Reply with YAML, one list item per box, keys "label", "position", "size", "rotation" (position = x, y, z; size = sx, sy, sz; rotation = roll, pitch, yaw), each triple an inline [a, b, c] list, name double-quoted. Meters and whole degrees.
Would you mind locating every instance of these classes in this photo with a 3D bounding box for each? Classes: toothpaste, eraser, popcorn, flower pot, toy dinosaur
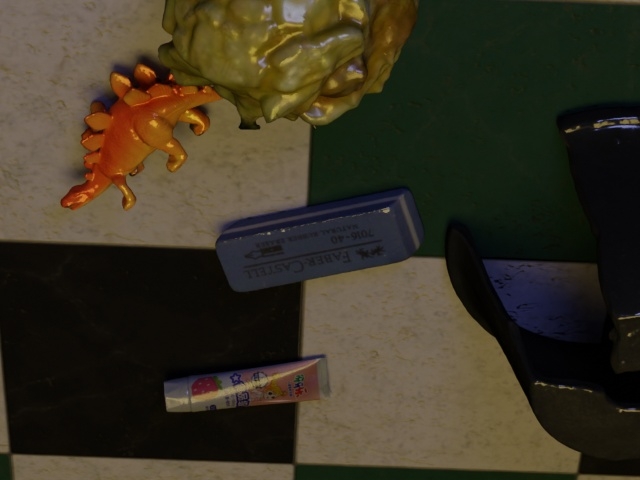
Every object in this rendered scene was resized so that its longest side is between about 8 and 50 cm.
- label: "toothpaste"
  position: [-0.087, 0.176, 2.345]
  size: [0.194, 0.043, 0.067]
  rotation: [-7, 128, -1]
- label: "eraser"
  position: [0.000, 0.000, 2.188]
  size: [0.225, 0.036, 0.082]
  rotation: [-11, 129, 10]
- label: "popcorn"
  position: [-0.038, -0.203, 1.873]
  size: [0.249, 0.249, 0.225]
  rotation: [24, 102, -19]
- label: "flower pot"
  position: [0.333, 0.078, 2.116]
  size: [0.379, 0.251, 0.379]
  rotation: [-1, 130, -1]
- label: "toy dinosaur"
  position: [-0.183, -0.128, 2.061]
  size: [0.288, 0.070, 0.117]
  rotation: [-38, 121, 23]
